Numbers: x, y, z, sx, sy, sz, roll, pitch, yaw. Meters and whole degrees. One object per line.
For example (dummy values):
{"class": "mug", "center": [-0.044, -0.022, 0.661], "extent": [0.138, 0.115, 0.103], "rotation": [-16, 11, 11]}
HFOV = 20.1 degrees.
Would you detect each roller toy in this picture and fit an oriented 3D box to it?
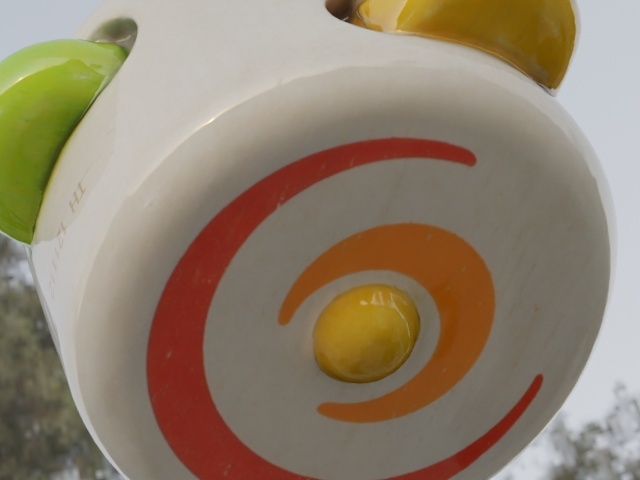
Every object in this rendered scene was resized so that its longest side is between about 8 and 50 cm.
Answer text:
{"class": "roller toy", "center": [0.000, 0.000, 0.626], "extent": [0.209, 0.146, 0.191], "rotation": [-24, -56, -5]}
